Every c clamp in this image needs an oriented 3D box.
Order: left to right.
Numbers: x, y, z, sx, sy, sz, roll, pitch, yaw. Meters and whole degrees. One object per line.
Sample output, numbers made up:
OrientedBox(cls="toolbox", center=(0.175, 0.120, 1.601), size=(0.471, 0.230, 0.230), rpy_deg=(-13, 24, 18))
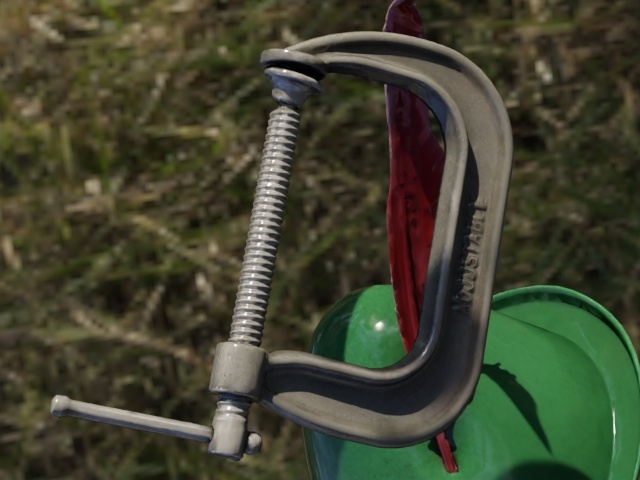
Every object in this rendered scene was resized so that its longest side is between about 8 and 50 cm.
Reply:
OrientedBox(cls="c clamp", center=(0.000, 0.000, 0.625), size=(0.022, 0.137, 0.161), rpy_deg=(-22, 50, 66))

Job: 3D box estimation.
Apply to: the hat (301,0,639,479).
OrientedBox(cls="hat", center=(0.007, 0.051, 0.734), size=(0.173, 0.183, 0.209), rpy_deg=(-4, 61, 50))
